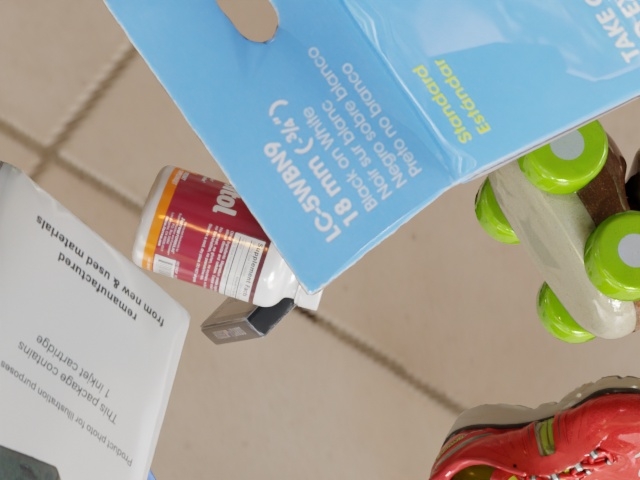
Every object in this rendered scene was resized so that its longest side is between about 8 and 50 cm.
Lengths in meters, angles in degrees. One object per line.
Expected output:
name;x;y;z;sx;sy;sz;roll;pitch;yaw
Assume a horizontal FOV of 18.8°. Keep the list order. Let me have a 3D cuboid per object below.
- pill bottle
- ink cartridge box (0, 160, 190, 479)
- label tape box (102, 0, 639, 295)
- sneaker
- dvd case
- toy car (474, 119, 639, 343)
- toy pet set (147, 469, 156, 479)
pill bottle;-0.065;0.002;1.527;0.152;0.086;0.086;18;68;1
ink cartridge box;-0.192;0.136;0.728;0.211;0.121;0.289;-13;49;35
label tape box;0.073;-0.174;0.634;0.334;0.106;0.240;-39;101;-21
sneaker;0.210;0.201;1.688;0.279;0.107;0.118;-19;22;41
dvd case;0.000;0.000;1.734;0.029;0.179;0.238;46;75;-7
toy car;0.213;-0.039;1.213;0.188;0.155;0.149;-29;81;-13
toy pet set;-0.196;0.205;1.779;0.065;0.114;0.122;-4;46;18
